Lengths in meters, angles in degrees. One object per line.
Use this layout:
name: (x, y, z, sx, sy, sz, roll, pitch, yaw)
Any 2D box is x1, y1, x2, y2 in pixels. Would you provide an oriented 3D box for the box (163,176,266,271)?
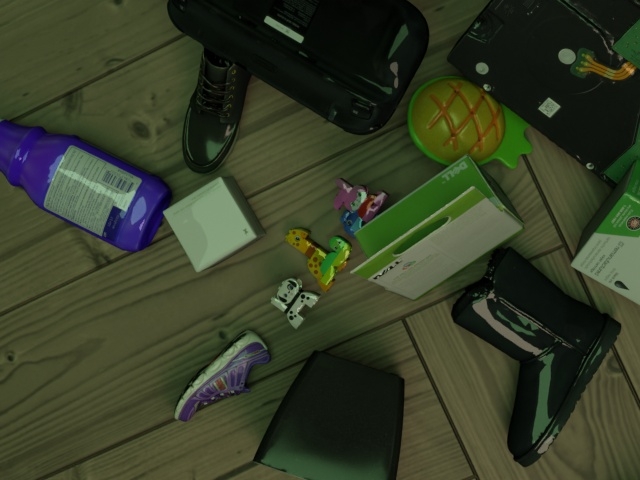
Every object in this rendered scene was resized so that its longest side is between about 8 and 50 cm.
box: (-0.148, -0.024, 1.526, 0.101, 0.087, 0.102, -30, 90, 8)

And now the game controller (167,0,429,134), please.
game controller: (-0.031, -0.261, 1.276, 0.319, 0.067, 0.166, 33, 99, 12)

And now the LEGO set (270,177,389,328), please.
LEGO set: (0.000, 0.000, 1.514, 0.093, 0.087, 0.227, 35, 103, 7)

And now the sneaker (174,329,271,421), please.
sneaker: (-0.141, 0.206, 1.553, 0.170, 0.068, 0.071, -42, 94, 7)

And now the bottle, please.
bottle: (-0.357, -0.089, 1.545, 0.283, 0.092, 0.118, 26, 96, 5)

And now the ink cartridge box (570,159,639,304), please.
ink cartridge box: (0.461, 0.015, 1.421, 0.208, 0.087, 0.153, 29, 134, 4)

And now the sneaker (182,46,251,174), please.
sneaker: (-0.150, -0.199, 1.499, 0.083, 0.118, 0.222, 18, 96, 5)

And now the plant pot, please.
plant pot: (0.031, 0.248, 1.485, 0.187, 0.188, 0.167, 17, 83, 6)

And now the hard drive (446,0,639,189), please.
hard drive: (0.362, -0.218, 1.385, 0.339, 0.064, 0.237, 37, 136, -2)

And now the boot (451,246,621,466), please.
boot: (0.263, 0.155, 1.482, 0.207, 0.094, 0.246, 32, 90, 0)

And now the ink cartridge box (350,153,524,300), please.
ink cartridge box: (0.136, -0.024, 1.390, 0.189, 0.255, 0.097, -35, 68, 13)

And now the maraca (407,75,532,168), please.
maraca: (0.205, -0.158, 1.472, 0.186, 0.099, 0.127, 8, 83, -16)
